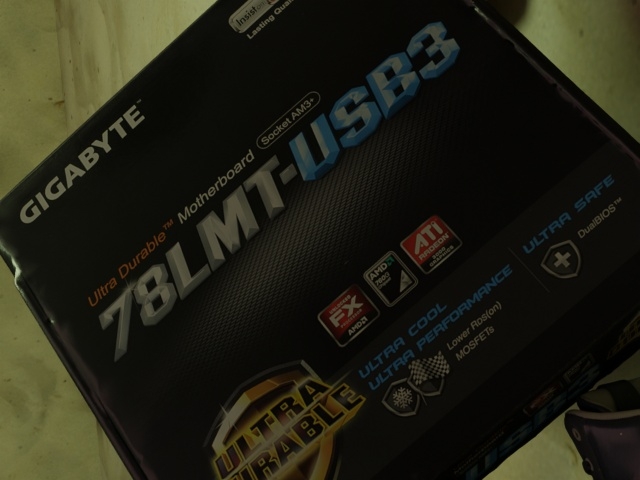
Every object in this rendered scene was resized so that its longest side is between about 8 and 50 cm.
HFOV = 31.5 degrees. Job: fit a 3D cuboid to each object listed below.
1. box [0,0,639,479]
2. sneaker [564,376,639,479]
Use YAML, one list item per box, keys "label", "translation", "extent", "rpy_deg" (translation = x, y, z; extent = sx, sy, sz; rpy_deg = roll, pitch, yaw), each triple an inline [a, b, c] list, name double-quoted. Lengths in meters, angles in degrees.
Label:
- label: "box"
  translation: [0.000, 0.000, 0.600]
  extent: [0.293, 0.295, 0.073]
  rpy_deg: [51, -176, 27]
- label: "sneaker"
  translation: [0.153, 0.157, 0.561]
  extent: [0.226, 0.086, 0.163]
  rpy_deg: [-41, 67, 53]
